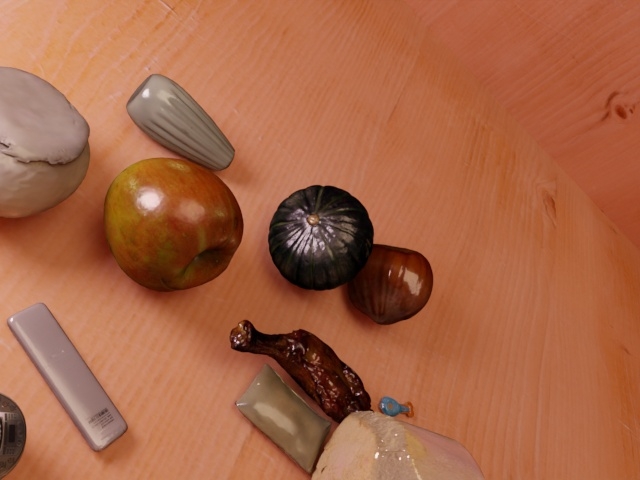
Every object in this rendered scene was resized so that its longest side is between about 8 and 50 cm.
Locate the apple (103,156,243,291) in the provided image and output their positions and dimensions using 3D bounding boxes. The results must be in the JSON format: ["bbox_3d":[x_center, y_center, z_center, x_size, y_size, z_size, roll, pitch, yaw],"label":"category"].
[{"bbox_3d":[-0.272,-0.036,1.059,0.246,0.246,0.226,-18,63,-46],"label":"apple"}]

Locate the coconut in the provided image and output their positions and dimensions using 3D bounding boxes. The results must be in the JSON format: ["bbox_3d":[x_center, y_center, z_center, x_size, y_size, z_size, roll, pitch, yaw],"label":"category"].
[{"bbox_3d":[0.160,0.494,1.080,0.309,0.297,0.298,28,49,-20],"label":"coconut"}]

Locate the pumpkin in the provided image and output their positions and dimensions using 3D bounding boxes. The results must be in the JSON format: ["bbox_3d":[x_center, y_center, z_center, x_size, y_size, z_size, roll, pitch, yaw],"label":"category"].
[{"bbox_3d":[0.000,0.000,1.322,0.249,0.216,0.250,3,54,-4],"label":"pumpkin"}]

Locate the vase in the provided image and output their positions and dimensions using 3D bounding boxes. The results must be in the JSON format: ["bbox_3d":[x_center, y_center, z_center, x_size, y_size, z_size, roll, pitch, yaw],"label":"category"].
[{"bbox_3d":[-0.295,-0.247,1.261,0.248,0.128,0.128,39,45,-29],"label":"vase"}]

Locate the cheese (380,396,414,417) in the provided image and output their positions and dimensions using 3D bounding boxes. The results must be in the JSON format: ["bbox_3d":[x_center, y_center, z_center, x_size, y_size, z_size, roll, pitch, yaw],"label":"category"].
[{"bbox_3d":[0.181,0.395,1.360,0.111,0.017,0.047,18,57,-33],"label":"cheese"}]

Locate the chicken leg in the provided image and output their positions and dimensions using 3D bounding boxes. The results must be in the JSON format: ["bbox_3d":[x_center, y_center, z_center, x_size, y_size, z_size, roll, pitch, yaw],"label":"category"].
[{"bbox_3d":[-0.036,0.259,1.171,0.407,0.095,0.158,42,20,-31],"label":"chicken leg"}]

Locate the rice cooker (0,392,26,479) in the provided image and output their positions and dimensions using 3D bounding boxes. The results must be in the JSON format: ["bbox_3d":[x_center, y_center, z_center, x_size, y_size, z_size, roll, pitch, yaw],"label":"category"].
[{"bbox_3d":[-0.501,0.266,0.754,0.206,0.127,0.145,8,59,-35],"label":"rice cooker"}]

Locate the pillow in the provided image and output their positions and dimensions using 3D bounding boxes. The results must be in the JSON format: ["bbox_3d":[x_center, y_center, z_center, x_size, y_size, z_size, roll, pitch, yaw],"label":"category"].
[{"bbox_3d":[-0.067,0.352,1.140,0.208,0.053,0.119,44,42,-8],"label":"pillow"}]

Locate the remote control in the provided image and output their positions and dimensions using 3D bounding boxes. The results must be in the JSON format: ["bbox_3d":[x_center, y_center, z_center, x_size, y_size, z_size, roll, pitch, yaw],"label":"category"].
[{"bbox_3d":[-0.410,0.221,0.936,0.261,0.029,0.067,54,43,2],"label":"remote control"}]

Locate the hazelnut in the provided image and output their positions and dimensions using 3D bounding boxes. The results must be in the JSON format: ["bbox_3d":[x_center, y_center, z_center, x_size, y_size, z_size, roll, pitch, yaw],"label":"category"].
[{"bbox_3d":[0.172,0.108,1.426,0.210,0.210,0.186,59,13,4],"label":"hazelnut"}]

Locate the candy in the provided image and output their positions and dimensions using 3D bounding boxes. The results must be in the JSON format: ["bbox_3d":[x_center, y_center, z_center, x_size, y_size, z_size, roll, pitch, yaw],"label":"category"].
[{"bbox_3d":[-0.526,-0.159,0.951,0.295,0.185,0.296,24,36,-19],"label":"candy"}]
